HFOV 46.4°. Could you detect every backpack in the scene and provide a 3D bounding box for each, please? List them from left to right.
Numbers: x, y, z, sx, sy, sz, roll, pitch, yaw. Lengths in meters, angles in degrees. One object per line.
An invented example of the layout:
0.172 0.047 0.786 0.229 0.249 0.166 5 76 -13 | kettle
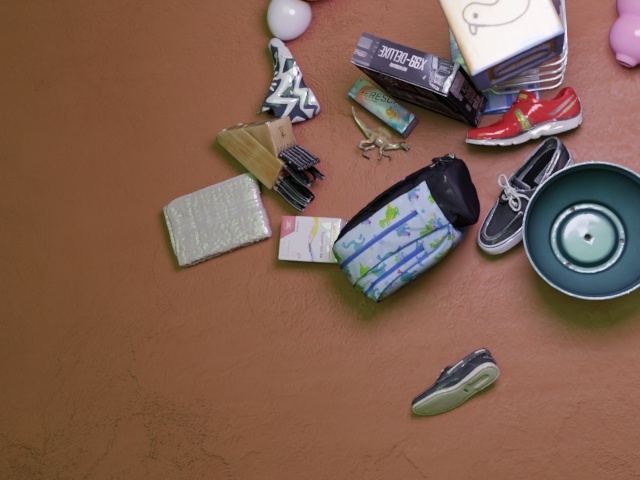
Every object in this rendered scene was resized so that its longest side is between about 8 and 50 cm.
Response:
0.195 -0.018 1.745 0.355 0.290 0.274 -21 94 20 | backpack

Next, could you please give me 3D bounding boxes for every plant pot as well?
0.601 -0.014 1.660 0.292 0.196 0.293 -1 85 16 | plant pot

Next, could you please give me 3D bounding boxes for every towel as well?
-0.276 -0.053 1.995 0.282 0.049 0.187 -18 81 13 | towel
0.427 -0.452 1.840 0.209 0.034 0.285 -6 83 16 | towel

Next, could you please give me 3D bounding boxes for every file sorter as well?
0.453 -0.449 1.670 0.192 0.277 0.173 -4 86 16 | file sorter

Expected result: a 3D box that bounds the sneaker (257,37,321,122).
-0.116 -0.401 1.956 0.153 0.094 0.235 -30 89 4 | sneaker

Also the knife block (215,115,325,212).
-0.124 -0.191 1.934 0.275 0.088 0.242 -1 110 40 | knife block

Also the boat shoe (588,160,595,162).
0.606 -0.158 1.762 0.100 0.035 0.035 -28 50 16 | boat shoe

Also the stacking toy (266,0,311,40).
-0.013 -0.740 1.902 0.350 0.350 0.480 34 113 16 | stacking toy

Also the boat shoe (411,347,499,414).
0.316 0.341 1.782 0.233 0.084 0.079 -36 38 17 | boat shoe

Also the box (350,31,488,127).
0.237 -0.367 1.728 0.242 0.307 0.077 25 95 23 | box

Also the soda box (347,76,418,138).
0.158 -0.336 1.889 0.183 0.063 0.058 38 96 16 | soda box

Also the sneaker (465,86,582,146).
0.472 -0.294 1.765 0.278 0.107 0.119 -15 99 4 | sneaker

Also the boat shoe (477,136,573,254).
0.466 -0.106 1.738 0.306 0.105 0.113 -47 48 6 | boat shoe

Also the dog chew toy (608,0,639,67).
0.765 -0.549 1.673 0.206 0.206 0.332 29 100 17 | dog chew toy

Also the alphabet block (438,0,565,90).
0.350 -0.432 1.461 0.192 0.193 0.197 -24 84 14 | alphabet block

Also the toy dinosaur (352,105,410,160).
0.137 -0.258 1.903 0.183 0.053 0.093 33 78 9 | toy dinosaur

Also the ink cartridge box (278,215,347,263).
0.000 0.000 1.898 0.198 0.067 0.116 3 85 16 | ink cartridge box
